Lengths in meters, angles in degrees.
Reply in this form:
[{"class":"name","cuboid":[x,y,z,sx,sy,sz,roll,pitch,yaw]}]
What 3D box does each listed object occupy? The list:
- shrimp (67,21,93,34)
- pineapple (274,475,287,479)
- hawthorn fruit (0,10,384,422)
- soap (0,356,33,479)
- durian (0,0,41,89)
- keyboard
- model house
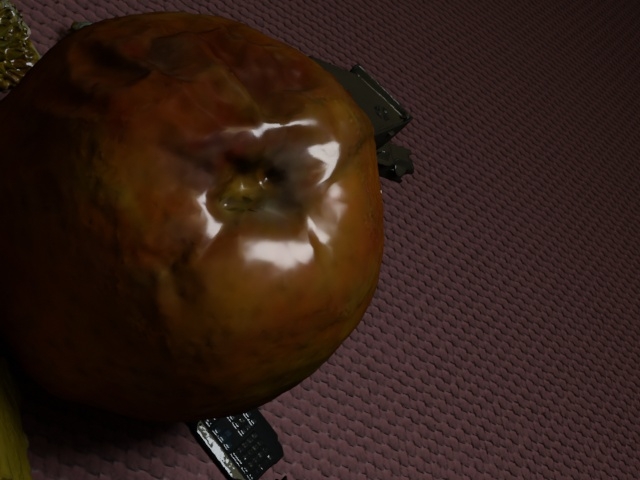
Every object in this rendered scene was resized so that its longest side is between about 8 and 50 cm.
[{"class":"shrimp","cuboid":[-0.263,-0.243,1.556,0.166,0.049,0.161,-17,78,-31]},{"class":"pineapple","cuboid":[-0.068,0.438,1.181,0.161,0.158,0.334,69,7,-66]},{"class":"hawthorn fruit","cuboid":[-0.134,-0.034,1.186,0.472,0.472,0.472,29,42,-29]},{"class":"soap","cuboid":[-0.334,0.134,0.973,0.338,0.304,0.169,-5,67,-49]},{"class":"durian","cuboid":[-0.401,-0.253,1.418,0.224,0.078,0.140,41,37,-13]},{"class":"keyboard","cuboid":[-0.145,0.183,1.384,0.262,0.016,0.106,52,36,0]},{"class":"model house","cuboid":[0.033,-0.163,1.704,0.243,0.211,0.204,16,51,-33]}]
